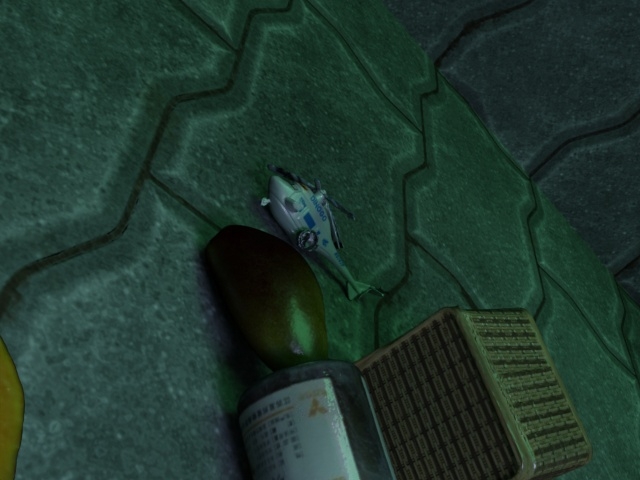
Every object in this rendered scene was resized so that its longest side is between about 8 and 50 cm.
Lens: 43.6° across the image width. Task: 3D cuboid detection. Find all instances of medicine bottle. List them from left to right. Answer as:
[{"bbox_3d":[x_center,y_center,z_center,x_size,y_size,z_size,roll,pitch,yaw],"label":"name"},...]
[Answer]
[{"bbox_3d":[0.008,0.291,0.927,0.165,0.165,0.274,19,45,-47],"label":"medicine bottle"}]

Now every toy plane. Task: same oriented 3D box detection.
[{"bbox_3d":[-0.005,0.000,1.332,0.182,0.107,0.273,27,-29,46],"label":"toy plane"}]

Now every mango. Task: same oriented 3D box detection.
[{"bbox_3d":[-0.064,0.072,1.070,0.133,0.111,0.268,3,41,-40],"label":"mango"}]

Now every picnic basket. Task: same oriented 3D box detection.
[{"bbox_3d":[0.148,0.247,1.042,0.175,0.313,0.228,4,57,-43],"label":"picnic basket"}]

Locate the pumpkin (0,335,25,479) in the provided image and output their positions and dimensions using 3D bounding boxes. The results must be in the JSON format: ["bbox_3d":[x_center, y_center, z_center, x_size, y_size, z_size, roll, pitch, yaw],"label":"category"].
[{"bbox_3d":[-0.344,0.168,0.561,0.221,0.139,0.317,37,36,-36],"label":"pumpkin"}]
